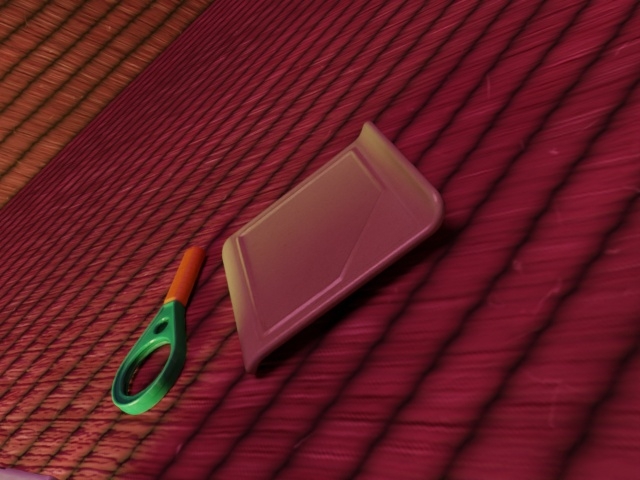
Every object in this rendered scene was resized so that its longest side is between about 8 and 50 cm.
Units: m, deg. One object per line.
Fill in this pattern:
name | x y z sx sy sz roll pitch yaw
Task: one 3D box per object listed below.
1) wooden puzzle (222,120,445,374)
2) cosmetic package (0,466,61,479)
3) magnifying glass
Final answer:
wooden puzzle | 0.000 0.000 0.638 0.239 0.044 0.221 -41 31 9
cosmetic package | -0.219 0.261 0.437 0.184 0.151 0.151 -11 42 39
magnifying glass | -0.177 0.096 0.726 0.092 0.026 0.231 -22 38 29
